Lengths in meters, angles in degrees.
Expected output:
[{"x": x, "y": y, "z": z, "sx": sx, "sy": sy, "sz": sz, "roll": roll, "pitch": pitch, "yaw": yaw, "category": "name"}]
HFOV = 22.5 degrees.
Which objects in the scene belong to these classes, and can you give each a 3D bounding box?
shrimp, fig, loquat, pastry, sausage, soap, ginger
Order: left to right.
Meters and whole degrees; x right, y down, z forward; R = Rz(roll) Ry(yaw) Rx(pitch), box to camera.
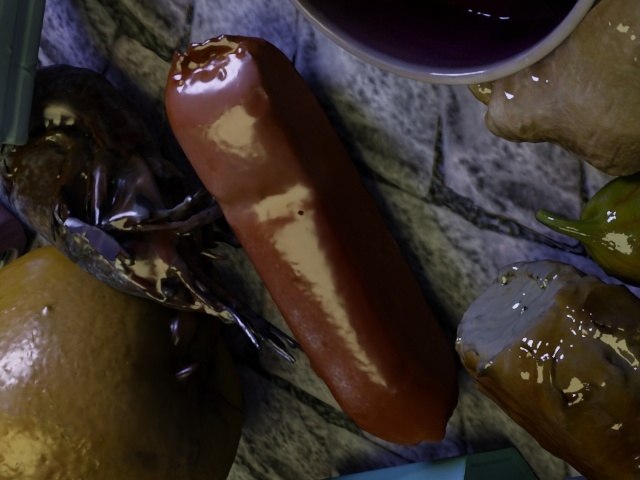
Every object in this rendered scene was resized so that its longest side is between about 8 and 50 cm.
[{"x": -0.268, "y": -0.174, "z": 1.211, "sx": 0.066, "sy": 0.119, "sz": 0.198, "roll": 12, "pitch": 96, "yaw": 31, "category": "soap"}, {"x": -0.190, "y": 0.130, "z": 1.360, "sx": 0.275, "sy": 0.275, "sz": 0.275, "roll": 26, "pitch": 137, "yaw": 27, "category": "loquat"}, {"x": -0.127, "y": -0.018, "z": 1.268, "sx": 0.343, "sy": 0.145, "sz": 0.116, "roll": 40, "pitch": 169, "yaw": 16, "category": "shrimp"}, {"x": -0.001, "y": 0.000, "z": 1.187, "sx": 0.097, "sy": 0.094, "sz": 0.348, "roll": -21, "pitch": 106, "yaw": 29, "category": "sausage"}, {"x": 0.182, "y": 0.098, "z": 1.048, "sx": 0.218, "sy": 0.100, "sz": 0.229, "roll": 37, "pitch": 173, "yaw": 20, "category": "pastry"}, {"x": 0.176, "y": -0.098, "z": 0.946, "sx": 0.137, "sy": 0.074, "sz": 0.213, "roll": 45, "pitch": 138, "yaw": 7, "category": "ginger"}, {"x": 0.191, "y": -0.006, "z": 0.991, "sx": 0.084, "sy": 0.098, "sz": 0.082, "roll": 42, "pitch": 129, "yaw": 40, "category": "fig"}]

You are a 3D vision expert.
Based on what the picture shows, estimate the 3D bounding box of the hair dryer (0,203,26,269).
[{"x": -0.412, "y": 0.016, "z": 1.602, "sx": 0.210, "sy": 0.125, "sz": 0.352, "roll": 41, "pitch": 152, "yaw": 7, "category": "hair dryer"}]

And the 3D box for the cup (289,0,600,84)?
[{"x": 0.106, "y": -0.201, "z": 0.761, "sx": 0.208, "sy": 0.273, "sz": 0.288, "roll": 23, "pitch": 136, "yaw": 29, "category": "cup"}]

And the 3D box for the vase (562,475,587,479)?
[{"x": 0.241, "y": 0.345, "z": 1.159, "sx": 0.245, "sy": 0.245, "sz": 0.291, "roll": 22, "pitch": 141, "yaw": 30, "category": "vase"}]

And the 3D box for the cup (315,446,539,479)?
[{"x": 0.067, "y": 0.244, "z": 1.299, "sx": 0.134, "sy": 0.148, "sz": 0.235, "roll": 51, "pitch": 138, "yaw": -9, "category": "cup"}]
